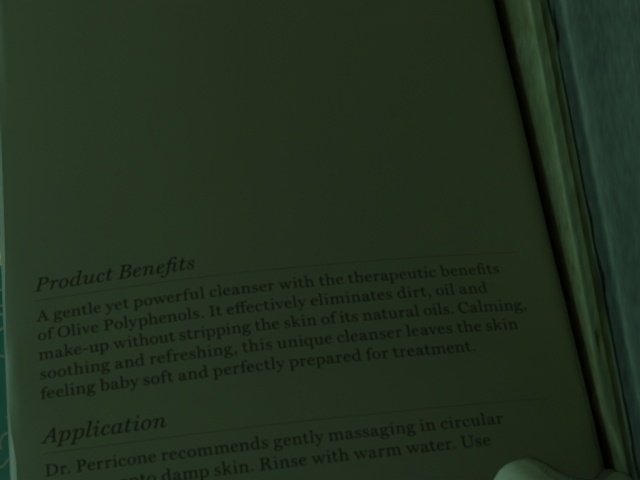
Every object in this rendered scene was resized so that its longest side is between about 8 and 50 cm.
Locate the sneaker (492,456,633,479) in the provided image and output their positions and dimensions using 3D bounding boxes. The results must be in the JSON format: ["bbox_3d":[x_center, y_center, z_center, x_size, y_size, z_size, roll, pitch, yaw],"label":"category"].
[{"bbox_3d":[0.062,0.156,0.511,0.297,0.111,0.129,109,165,-65],"label":"sneaker"}]

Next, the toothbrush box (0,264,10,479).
[{"bbox_3d":[-0.085,0.142,0.735,0.126,0.295,0.216,93,-171,-70],"label":"toothbrush box"}]

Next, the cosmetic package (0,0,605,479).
[{"bbox_3d":[-0.025,-0.029,0.656,0.155,0.197,0.365,92,172,-58],"label":"cosmetic package"}]
